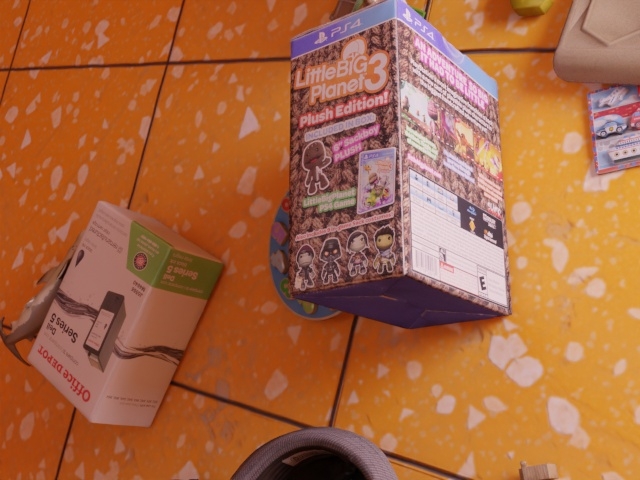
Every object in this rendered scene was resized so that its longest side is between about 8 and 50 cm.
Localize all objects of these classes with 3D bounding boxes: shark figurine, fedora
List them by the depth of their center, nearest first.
[{"bbox_3d":[-0.002,0.345,0.908,0.243,0.124,0.275,23,83,38],"label":"fedora"},{"bbox_3d":[-0.420,0.114,1.327,0.278,0.116,0.166,-49,19,6],"label":"shark figurine"}]

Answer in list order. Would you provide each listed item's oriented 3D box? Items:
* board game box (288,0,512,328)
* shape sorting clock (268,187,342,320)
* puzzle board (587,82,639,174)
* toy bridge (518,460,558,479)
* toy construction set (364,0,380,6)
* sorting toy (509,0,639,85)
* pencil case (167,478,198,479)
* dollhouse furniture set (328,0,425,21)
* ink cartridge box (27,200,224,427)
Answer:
[{"bbox_3d":[0.089,-0.069,0.895,0.141,0.232,0.291,-12,69,35],"label":"board game box"},{"bbox_3d":[0.000,0.000,1.053,0.206,0.040,0.206,-8,78,42],"label":"shape sorting clock"},{"bbox_3d":[0.346,-0.128,0.857,0.128,0.011,0.096,-13,69,35],"label":"puzzle board"},{"bbox_3d":[0.218,0.315,0.812,0.063,0.026,0.188,-21,64,33],"label":"toy bridge"},{"bbox_3d":[0.122,-0.471,0.953,0.308,0.237,0.257,-28,31,19],"label":"toy construction set"},{"bbox_3d":[0.332,-0.281,0.887,0.307,0.041,0.229,12,80,39],"label":"sorting toy"},{"bbox_3d":[-0.184,0.392,1.076,0.070,0.064,0.152,0,75,21],"label":"pencil case"},{"bbox_3d":[0.078,-0.317,1.114,0.151,0.058,0.076,40,110,58],"label":"dollhouse furniture set"},{"bbox_3d":[-0.291,0.108,1.211,0.198,0.114,0.273,28,94,39],"label":"ink cartridge box"}]
